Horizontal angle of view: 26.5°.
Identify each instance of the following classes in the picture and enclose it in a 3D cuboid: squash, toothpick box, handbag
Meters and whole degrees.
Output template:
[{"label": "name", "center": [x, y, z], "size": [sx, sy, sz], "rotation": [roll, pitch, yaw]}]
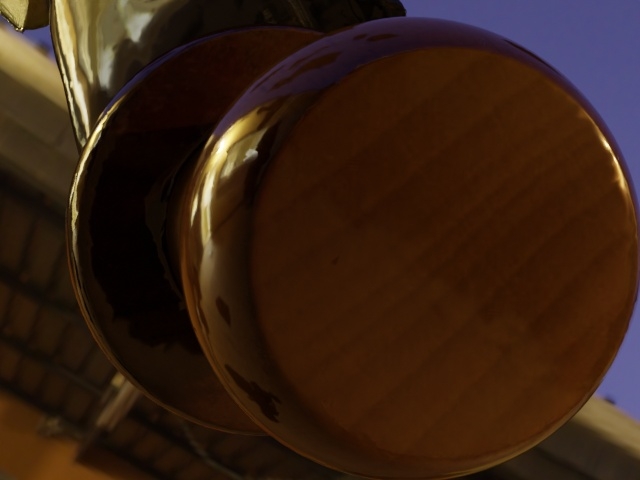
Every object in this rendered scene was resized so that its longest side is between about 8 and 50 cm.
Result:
[{"label": "squash", "center": [-0.318, -0.277, 1.447], "size": [0.200, 0.075, 0.090], "rotation": [-136, -152, -69]}, {"label": "toothpick box", "center": [0.000, 0.000, 0.552], "size": [0.192, 0.192, 0.294], "rotation": [37, -7, -14]}, {"label": "handbag", "center": [-0.069, -0.149, 0.757], "size": [0.211, 0.254, 0.088], "rotation": [-35, -38, 20]}]
